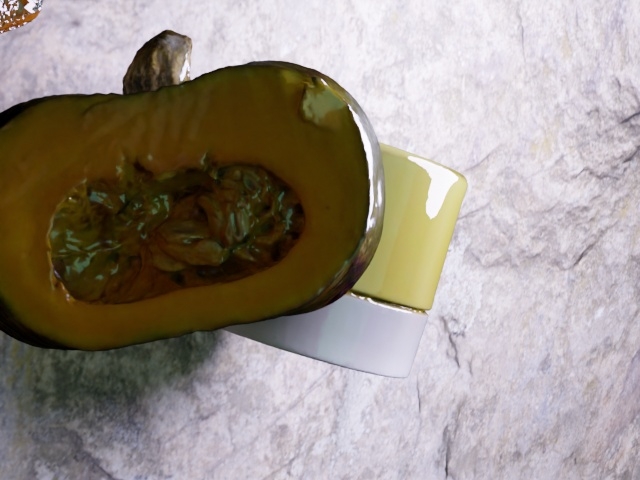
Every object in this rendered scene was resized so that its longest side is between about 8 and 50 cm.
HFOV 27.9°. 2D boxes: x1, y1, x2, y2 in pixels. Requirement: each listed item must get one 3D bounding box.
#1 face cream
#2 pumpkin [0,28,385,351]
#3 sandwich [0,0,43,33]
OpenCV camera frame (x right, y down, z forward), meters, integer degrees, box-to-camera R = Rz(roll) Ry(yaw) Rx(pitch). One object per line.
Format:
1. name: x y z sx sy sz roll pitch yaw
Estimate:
1. face cream: 0.000 0.000 1.115 0.218 0.218 0.179 16 91 -50
2. pumpkin: -0.113 -0.042 0.929 0.317 0.139 0.222 -9 93 -2
3. sandwich: -0.232 -0.182 0.933 0.101 0.026 0.069 -39 130 -32
